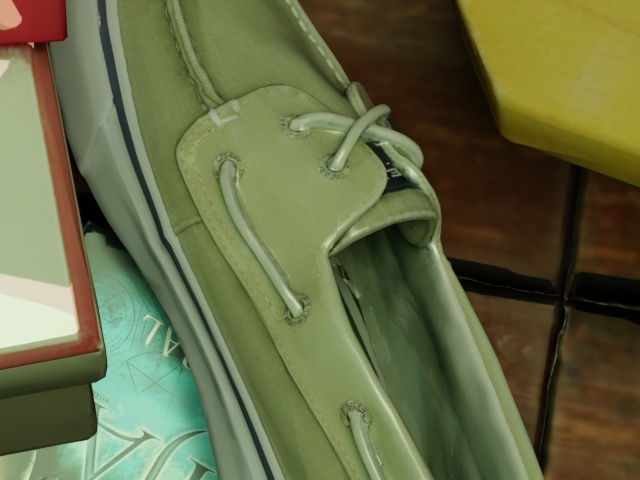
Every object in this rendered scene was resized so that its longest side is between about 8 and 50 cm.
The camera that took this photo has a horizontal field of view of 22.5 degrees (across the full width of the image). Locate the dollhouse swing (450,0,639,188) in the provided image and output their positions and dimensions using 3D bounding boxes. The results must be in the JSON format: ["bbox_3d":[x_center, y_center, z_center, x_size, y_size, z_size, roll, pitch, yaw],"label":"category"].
[{"bbox_3d":[0.262,-0.066,0.590,0.305,0.315,0.346,16,69,31],"label":"dollhouse swing"}]

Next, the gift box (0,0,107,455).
[{"bbox_3d":[-0.201,-0.058,0.442,0.255,0.258,0.276,-15,81,-11],"label":"gift box"}]

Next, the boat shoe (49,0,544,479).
[{"bbox_3d":[0.000,0.000,0.537,0.109,0.094,0.302,-9,74,-50],"label":"boat shoe"}]

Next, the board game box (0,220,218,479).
[{"bbox_3d":[-0.038,0.094,0.589,0.186,0.026,0.126,31,82,-6],"label":"board game box"}]
